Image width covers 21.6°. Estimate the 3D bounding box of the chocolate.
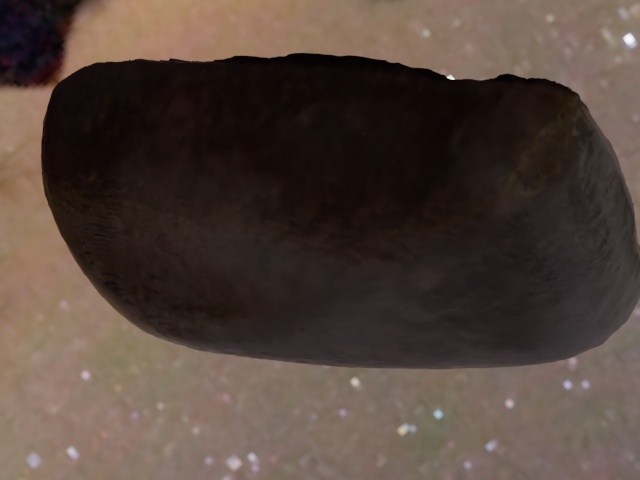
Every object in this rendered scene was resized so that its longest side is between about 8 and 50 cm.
[{"bbox_3d":[0.000,0.000,0.814,0.303,0.185,0.100,3,-128,26],"label":"chocolate"}]
